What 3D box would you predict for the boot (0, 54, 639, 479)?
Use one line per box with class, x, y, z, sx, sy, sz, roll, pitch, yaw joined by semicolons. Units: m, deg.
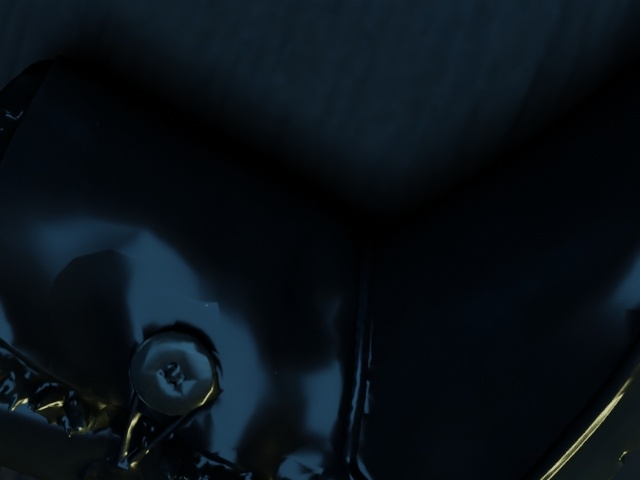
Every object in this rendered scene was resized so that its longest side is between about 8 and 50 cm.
boot;0.000;0.000;0.527;0.207;0.094;0.246;30;113;-5
